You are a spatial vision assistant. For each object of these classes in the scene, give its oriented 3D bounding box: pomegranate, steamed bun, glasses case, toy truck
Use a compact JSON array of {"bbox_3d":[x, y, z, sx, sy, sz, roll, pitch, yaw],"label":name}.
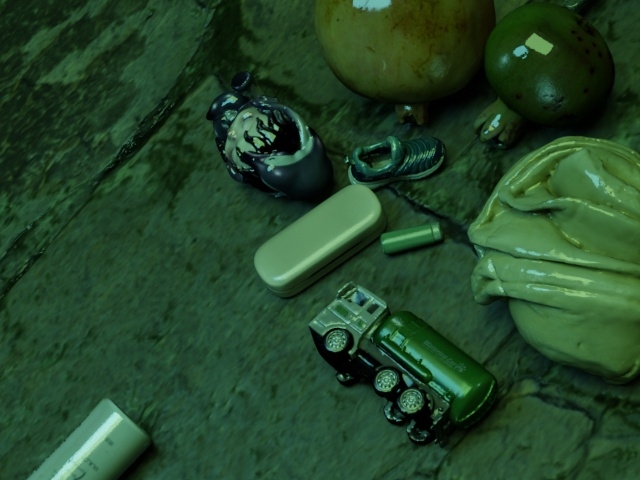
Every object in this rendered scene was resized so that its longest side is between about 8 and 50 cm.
[{"bbox_3d":[0.289,-0.230,1.757,0.211,0.179,0.179,-20,55,22],"label":"pomegranate"},{"bbox_3d":[0.313,0.009,1.581,0.276,0.203,0.289,7,64,23],"label":"steamed bun"},{"bbox_3d":[0.000,0.000,1.793,0.196,0.050,0.083,-34,58,-1],"label":"glasses case"},{"bbox_3d":[0.119,-0.291,1.818,0.252,0.270,0.229,2,22,11],"label":"pomegranate"},{"bbox_3d":[0.104,0.156,1.635,0.242,0.101,0.125,36,73,30],"label":"toy truck"}]

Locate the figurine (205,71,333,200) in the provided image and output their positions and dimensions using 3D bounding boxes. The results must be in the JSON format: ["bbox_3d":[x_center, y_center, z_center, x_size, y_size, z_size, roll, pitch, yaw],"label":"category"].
[{"bbox_3d":[-0.071,-0.132,1.863,0.145,0.145,0.222,-35,45,-2],"label":"figurine"}]

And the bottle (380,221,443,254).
[{"bbox_3d":[0.125,-0.003,1.762,0.083,0.030,0.030,-14,57,11],"label":"bottle"}]

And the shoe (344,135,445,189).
[{"bbox_3d":[0.105,-0.118,1.813,0.143,0.071,0.063,-13,58,7],"label":"shoe"}]

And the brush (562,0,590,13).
[{"bbox_3d":[0.462,-0.439,1.890,0.070,0.051,0.323,39,76,27],"label":"brush"}]

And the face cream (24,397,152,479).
[{"bbox_3d":[-0.358,0.347,1.694,0.092,0.092,0.311,37,79,33],"label":"face cream"}]
